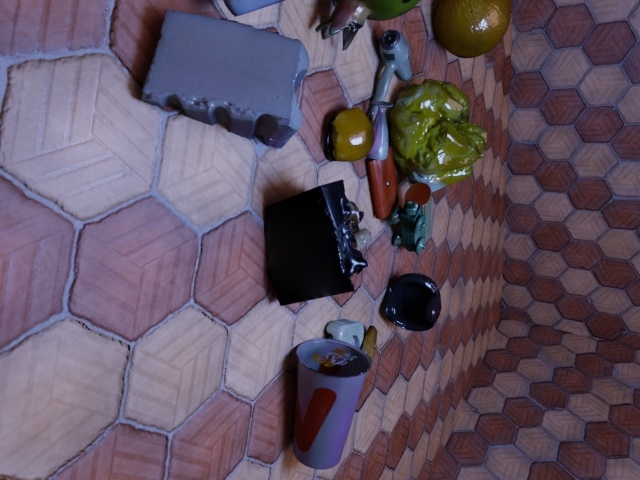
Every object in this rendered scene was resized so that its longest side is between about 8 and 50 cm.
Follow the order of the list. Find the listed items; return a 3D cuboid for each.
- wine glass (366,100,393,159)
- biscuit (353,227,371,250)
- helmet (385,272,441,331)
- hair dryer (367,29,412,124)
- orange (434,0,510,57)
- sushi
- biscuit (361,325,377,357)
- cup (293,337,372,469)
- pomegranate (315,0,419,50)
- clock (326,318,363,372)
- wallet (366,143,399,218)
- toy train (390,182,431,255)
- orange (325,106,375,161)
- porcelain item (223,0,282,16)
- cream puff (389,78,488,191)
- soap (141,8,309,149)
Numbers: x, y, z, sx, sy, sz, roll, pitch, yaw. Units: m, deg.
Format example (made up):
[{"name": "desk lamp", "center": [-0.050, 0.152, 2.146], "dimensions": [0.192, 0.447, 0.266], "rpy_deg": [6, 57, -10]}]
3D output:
[{"name": "wine glass", "center": [0.166, -0.317, 1.238], "dimensions": [0.073, 0.073, 0.155], "rpy_deg": [-36, 137, -47]}, {"name": "biscuit", "center": [0.083, 0.022, 1.233], "dimensions": [0.219, 0.055, 0.061], "rpy_deg": [-29, 131, -50]}, {"name": "helmet", "center": [0.335, 0.220, 1.533], "dimensions": [0.193, 0.189, 0.216], "rpy_deg": [-28, 116, -61]}, {"name": "hair dryer", "center": [0.218, -0.484, 1.323], "dimensions": [0.229, 0.092, 0.267], "rpy_deg": [-20, 128, -59]}, {"name": "orange", "center": [0.546, -0.800, 1.546], "dimensions": [0.274, 0.274, 0.274], "rpy_deg": [-18, 113, -53]}, {"name": "sushi", "center": [0.000, -0.001, 0.998], "dimensions": [0.212, 0.215, 0.227], "rpy_deg": [-25, 97, -57]}, {"name": "biscuit", "center": [0.158, 0.347, 1.381], "dimensions": [0.224, 0.033, 0.144], "rpy_deg": [36, 66, -75]}, {"name": "cup", "center": [0.011, 0.429, 1.123], "dimensions": [0.203, 0.203, 0.288], "rpy_deg": [-10, 112, -55]}, {"name": "pomegranate", "center": [0.130, -0.602, 0.961], "dimensions": [0.291, 0.290, 0.323], "rpy_deg": [15, 85, -56]}, {"name": "clock", "center": [0.063, 0.332, 1.269], "dimensions": [0.151, 0.062, 0.191], "rpy_deg": [8, 91, -58]}, {"name": "wallet", "center": [0.204, -0.188, 1.373], "dimensions": [0.142, 0.045, 0.204], "rpy_deg": [-44, 131, -42]}, {"name": "toy train", "center": [0.326, -0.072, 1.476], "dimensions": [0.177, 0.116, 0.285], "rpy_deg": [-59, 154, -19]}, {"name": "orange", "center": [0.085, -0.273, 1.128], "dimensions": [0.170, 0.112, 0.160], "rpy_deg": [-59, 143, -11]}, {"name": "porcelain item", "center": [-0.146, -0.550, 0.592], "dimensions": [0.405, 0.242, 0.178], "rpy_deg": [64, 22, -43]}, {"name": "cream puff", "center": [0.406, -0.355, 1.431], "dimensions": [0.378, 0.275, 0.378], "rpy_deg": [-15, 109, -53]}, {"name": "soap", "center": [-0.165, -0.279, 0.805], "dimensions": [0.302, 0.257, 0.159], "rpy_deg": [-163, -100, -79]}]
